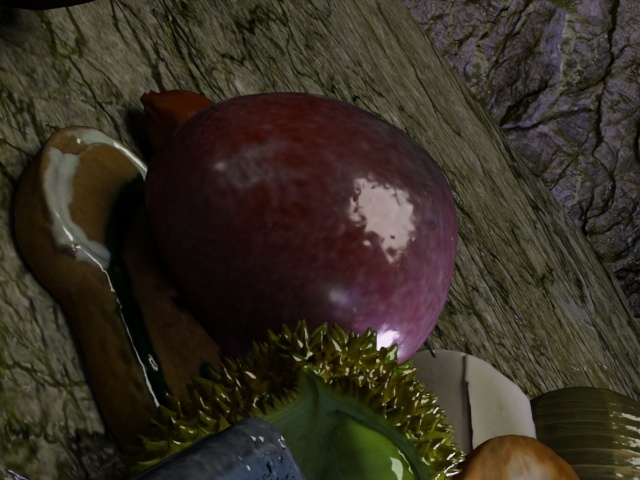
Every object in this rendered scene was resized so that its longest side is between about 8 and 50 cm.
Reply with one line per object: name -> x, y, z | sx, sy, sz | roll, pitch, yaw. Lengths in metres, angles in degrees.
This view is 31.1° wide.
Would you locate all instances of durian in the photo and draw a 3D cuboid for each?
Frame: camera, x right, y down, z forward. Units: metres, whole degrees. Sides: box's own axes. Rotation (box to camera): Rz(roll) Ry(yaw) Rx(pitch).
durian -> -0.017, 0.165, 0.756 | 0.200, 0.237, 0.176 | 56, 11, 10

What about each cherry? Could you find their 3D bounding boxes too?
cherry -> 0.000, 0.000, 0.904 | 0.285, 0.213, 0.236 | 40, 14, -17

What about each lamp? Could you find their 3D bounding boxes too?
lamp -> 0.315, 0.311, 1.344 | 0.250, 0.250, 0.284 | 43, 36, -37

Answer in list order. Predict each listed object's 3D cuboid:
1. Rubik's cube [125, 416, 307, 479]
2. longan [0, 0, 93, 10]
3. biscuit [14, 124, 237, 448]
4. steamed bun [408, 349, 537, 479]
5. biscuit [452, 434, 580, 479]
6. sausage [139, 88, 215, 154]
Rubik's cube -> -0.107, 0.258, 0.258 | 0.301, 0.304, 0.305 | 59, 17, 6
longan -> -0.230, -0.314, 0.953 | 0.258, 0.258, 0.258 | 49, 20, -25
biscuit -> -0.116, 0.064, 0.929 | 0.344, 0.057, 0.287 | 51, 19, -19
steamed bun -> 0.101, 0.232, 1.036 | 0.146, 0.164, 0.241 | 39, 40, -41
biscuit -> 0.205, 0.290, 0.954 | 0.309, 0.040, 0.204 | 60, 31, -5
sausage -> -0.058, -0.016, 1.149 | 0.348, 0.094, 0.097 | 55, 15, -6
